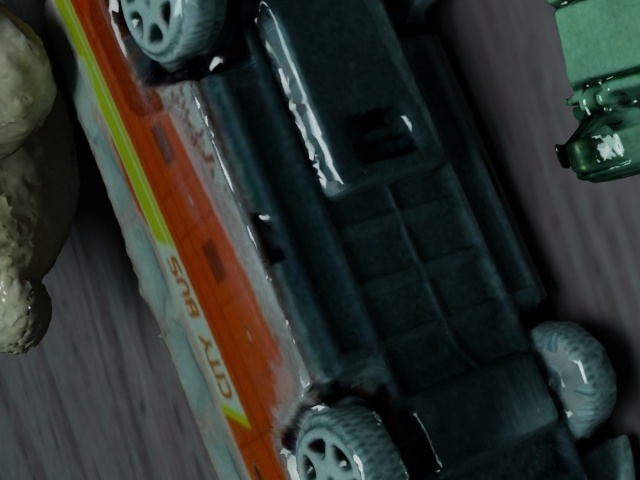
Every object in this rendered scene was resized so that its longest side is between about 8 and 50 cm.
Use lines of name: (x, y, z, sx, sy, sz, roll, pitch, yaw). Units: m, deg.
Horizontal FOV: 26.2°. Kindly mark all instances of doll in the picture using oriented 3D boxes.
doll: (-0.179, -0.084, 0.524, 0.278, 0.149, 0.175, 89, 168, -47)

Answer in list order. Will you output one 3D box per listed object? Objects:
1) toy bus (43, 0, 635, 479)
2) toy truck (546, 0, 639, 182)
toy bus: (0.000, 0.000, 0.468, 0.120, 0.121, 0.265, -31, 79, 52)
toy truck: (0.123, -0.066, 0.367, 0.154, 0.078, 0.080, -12, 91, 61)
